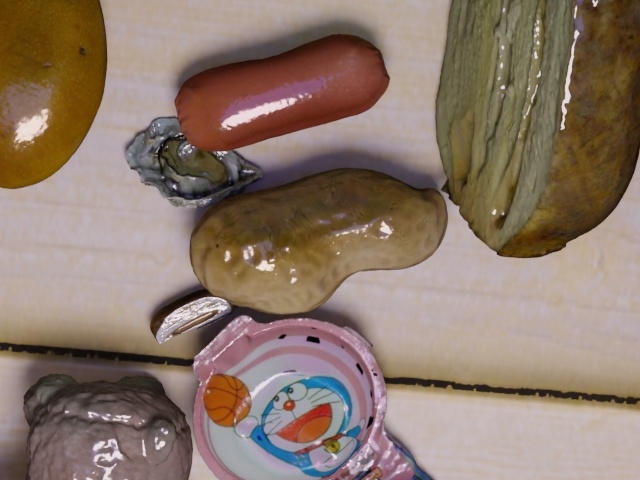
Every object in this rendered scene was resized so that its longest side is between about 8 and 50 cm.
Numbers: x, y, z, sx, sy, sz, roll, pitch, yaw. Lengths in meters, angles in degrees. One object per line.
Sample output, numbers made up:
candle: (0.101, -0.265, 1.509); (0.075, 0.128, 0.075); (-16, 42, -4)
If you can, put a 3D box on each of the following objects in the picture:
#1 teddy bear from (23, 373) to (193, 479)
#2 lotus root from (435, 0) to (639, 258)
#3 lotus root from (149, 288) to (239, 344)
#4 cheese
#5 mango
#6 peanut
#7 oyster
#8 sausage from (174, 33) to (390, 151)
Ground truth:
teddy bear: (-0.203, 0.251, 1.590); (0.236, 0.151, 0.267); (5, 108, -34)
lotus root: (0.211, -0.117, 1.536); (0.149, 0.267, 0.260); (0, 106, -16)
lotus root: (-0.117, 0.064, 1.631); (0.083, 0.037, 0.030); (-23, 106, 2)
cheese: (-0.003, 0.180, 1.641); (0.189, 0.074, 0.286); (-41, 112, 4)
mango: (-0.254, -0.157, 1.564); (0.136, 0.099, 0.227); (11, 88, 0)
peanut: (0.000, 0.000, 1.601); (0.236, 0.110, 0.120); (-10, 55, -8)
oyster: (-0.118, -0.069, 1.623); (0.098, 0.037, 0.100); (-36, 78, -19)
sausage: (-0.034, -0.132, 1.598); (0.194, 0.077, 0.077); (-16, 99, -4)
